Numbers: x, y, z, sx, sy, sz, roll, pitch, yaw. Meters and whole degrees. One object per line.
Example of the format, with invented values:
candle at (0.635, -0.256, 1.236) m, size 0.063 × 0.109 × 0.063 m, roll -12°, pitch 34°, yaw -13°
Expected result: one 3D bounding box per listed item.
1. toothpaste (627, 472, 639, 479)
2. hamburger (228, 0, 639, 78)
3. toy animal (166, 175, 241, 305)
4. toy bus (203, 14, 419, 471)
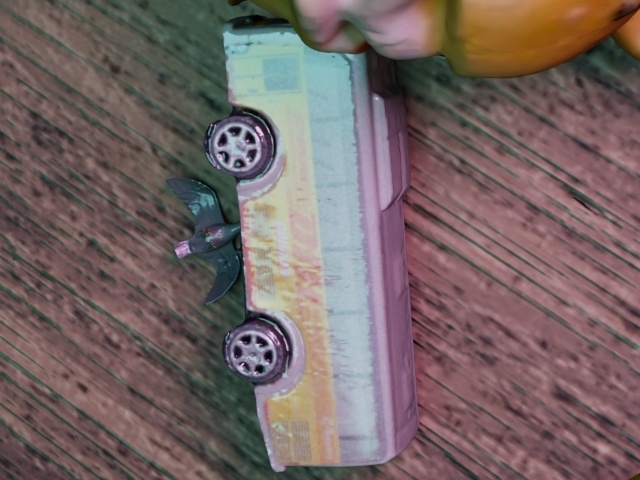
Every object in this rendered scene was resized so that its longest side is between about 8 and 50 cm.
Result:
toothpaste at (0.240, 0.282, 0.984) m, size 0.110 × 0.077 × 0.327 m, roll -38°, pitch 84°, yaw 24°
hamburger at (0.094, -0.200, 0.856) m, size 0.237 × 0.276 × 0.276 m, roll 21°, pitch 109°, yaw 8°
toy animal at (-0.066, -0.004, 1.093) m, size 0.050 × 0.028 × 0.084 m, roll -13°, pitch 96°, yaw 35°
toy bus at (0.000, 0.000, 1.033) m, size 0.106 × 0.092 × 0.268 m, roll -2°, pitch 100°, yaw 16°
